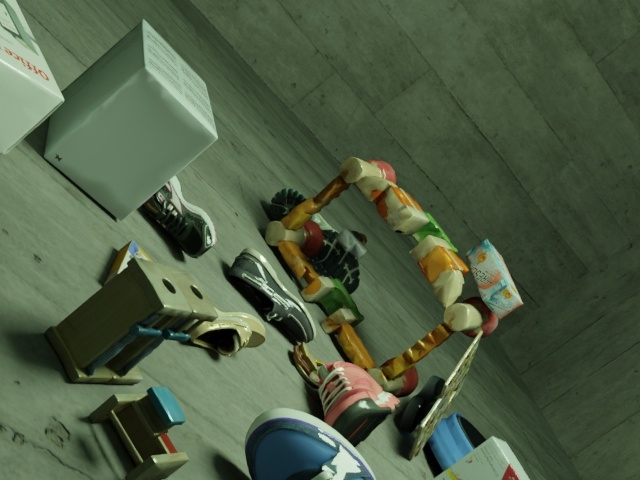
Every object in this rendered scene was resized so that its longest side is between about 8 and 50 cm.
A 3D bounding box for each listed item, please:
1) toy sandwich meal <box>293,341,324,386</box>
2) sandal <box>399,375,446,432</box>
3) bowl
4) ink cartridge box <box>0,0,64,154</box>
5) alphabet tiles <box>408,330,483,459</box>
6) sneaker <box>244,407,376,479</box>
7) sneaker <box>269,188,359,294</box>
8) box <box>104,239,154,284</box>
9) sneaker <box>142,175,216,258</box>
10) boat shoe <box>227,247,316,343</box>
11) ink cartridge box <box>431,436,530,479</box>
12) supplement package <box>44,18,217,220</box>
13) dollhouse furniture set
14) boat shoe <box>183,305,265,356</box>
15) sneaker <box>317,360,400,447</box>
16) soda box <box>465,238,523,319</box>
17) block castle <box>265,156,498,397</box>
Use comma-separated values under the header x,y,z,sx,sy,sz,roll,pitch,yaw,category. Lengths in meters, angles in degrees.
x,y,z,sx,sy,sz,roll,pitch,yaw,category
-0.017,0.211,1.588,0.085,0.029,0.085,49,11,-14,toy sandwich meal
0.224,0.352,1.941,0.054,0.097,0.254,23,14,16,sandal
0.367,0.527,1.940,0.391,0.077,0.391,51,6,-8,bowl
-0.450,-0.261,1.112,0.273,0.115,0.198,58,12,27,ink cartridge box
0.239,0.309,1.792,0.009,0.198,0.237,28,49,17,alphabet tiles
0.021,0.353,1.031,0.323,0.130,0.236,56,6,-6,sneaker
0.000,0.000,2.130,0.283,0.110,0.122,55,4,5,sneaker
-0.235,0.057,1.204,0.081,0.028,0.136,49,10,-18,box
-0.238,-0.042,1.445,0.178,0.072,0.077,48,21,23,sneaker
-0.087,0.110,1.607,0.206,0.075,0.065,54,53,-18,boat shoe
0.282,0.454,1.653,0.072,0.175,0.127,33,21,-52,ink cartridge box
-0.274,-0.177,1.348,0.149,0.194,0.203,44,14,-30,supplement package
-0.165,0.136,0.973,0.184,0.129,0.129,55,11,19,dollhouse furniture set
-0.133,0.134,1.300,0.170,0.063,0.059,22,33,-50,boat shoe
0.035,0.261,1.502,0.136,0.116,0.314,45,2,11,sneaker
0.344,0.075,1.854,0.063,0.058,0.183,47,17,-24,soda box
0.127,0.070,1.924,0.453,0.303,0.213,56,18,19,block castle
